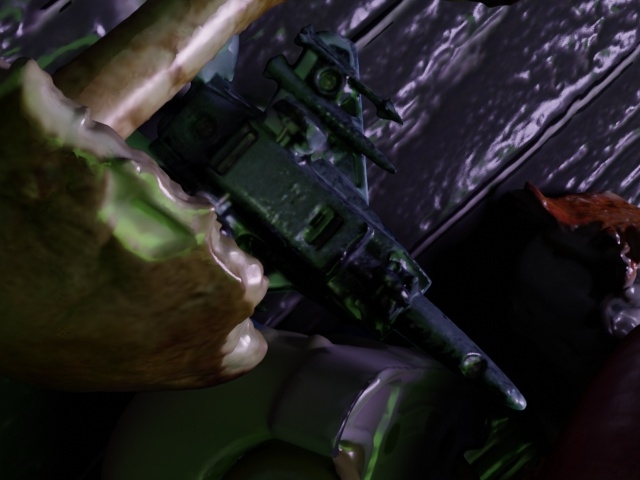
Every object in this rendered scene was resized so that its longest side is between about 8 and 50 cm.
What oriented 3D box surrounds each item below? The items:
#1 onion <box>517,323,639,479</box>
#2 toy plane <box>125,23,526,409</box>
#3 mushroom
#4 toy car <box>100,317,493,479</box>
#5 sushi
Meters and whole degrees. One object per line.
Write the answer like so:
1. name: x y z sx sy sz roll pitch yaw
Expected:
1. onion: 0.227 0.207 0.840 0.347 0.285 0.347 -55 156 -40
2. toy plane: -0.001 -0.002 0.718 0.169 0.246 0.078 -48 160 -6
3. mushroom: -0.081 -0.063 0.629 0.302 0.233 0.208 -47 174 -46
4. toy car: -0.060 0.203 0.845 0.242 0.226 0.336 14 91 -66
5. sushi: 0.206 0.084 1.053 0.130 0.124 0.332 -33 134 -23
